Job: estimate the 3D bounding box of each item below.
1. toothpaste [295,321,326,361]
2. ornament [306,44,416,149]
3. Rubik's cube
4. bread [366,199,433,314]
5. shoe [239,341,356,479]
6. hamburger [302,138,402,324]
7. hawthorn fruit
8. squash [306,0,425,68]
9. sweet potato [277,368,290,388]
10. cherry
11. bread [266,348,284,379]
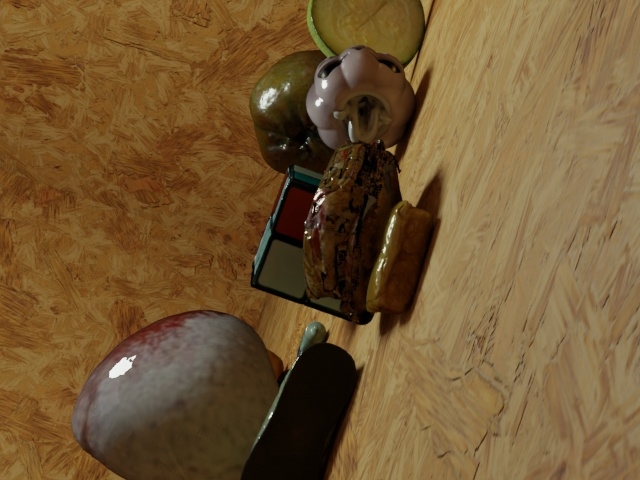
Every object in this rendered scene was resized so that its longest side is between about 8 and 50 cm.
[{"bbox_3d":[-0.020,0.188,2.066,0.233,0.038,0.060,112,179,-68],"label":"toothpaste"},{"bbox_3d":[0.066,-0.220,1.847,0.177,0.177,0.178,-161,90,-85],"label":"ornament"},{"bbox_3d":[-0.001,0.000,1.766,0.183,0.167,0.180,-98,28,-77],"label":"Rubik's cube"},{"bbox_3d":[0.088,0.022,1.318,0.074,0.053,0.132,135,152,-82],"label":"bread"},{"bbox_3d":[-0.032,0.263,1.523,0.098,0.103,0.275,-169,104,-87],"label":"shoe"},{"bbox_3d":[0.040,-0.011,1.437,0.231,0.106,0.231,16,-90,-78],"label":"hamburger"},{"bbox_3d":[-0.010,-0.274,2.439,0.301,0.267,0.268,-61,-6,-58],"label":"hawthorn fruit"},{"bbox_3d":[0.082,-0.392,2.071,0.041,0.219,0.219,120,168,-66],"label":"squash"},{"bbox_3d":[-0.043,0.246,1.925,0.249,0.059,0.069,132,155,-81],"label":"sweet potato"},{"bbox_3d":[-0.210,0.282,1.875,0.335,0.326,0.291,-25,-26,-35],"label":"cherry"},{"bbox_3d":[-0.150,0.316,2.485,0.190,0.132,0.114,-81,12,-53],"label":"bread"}]
